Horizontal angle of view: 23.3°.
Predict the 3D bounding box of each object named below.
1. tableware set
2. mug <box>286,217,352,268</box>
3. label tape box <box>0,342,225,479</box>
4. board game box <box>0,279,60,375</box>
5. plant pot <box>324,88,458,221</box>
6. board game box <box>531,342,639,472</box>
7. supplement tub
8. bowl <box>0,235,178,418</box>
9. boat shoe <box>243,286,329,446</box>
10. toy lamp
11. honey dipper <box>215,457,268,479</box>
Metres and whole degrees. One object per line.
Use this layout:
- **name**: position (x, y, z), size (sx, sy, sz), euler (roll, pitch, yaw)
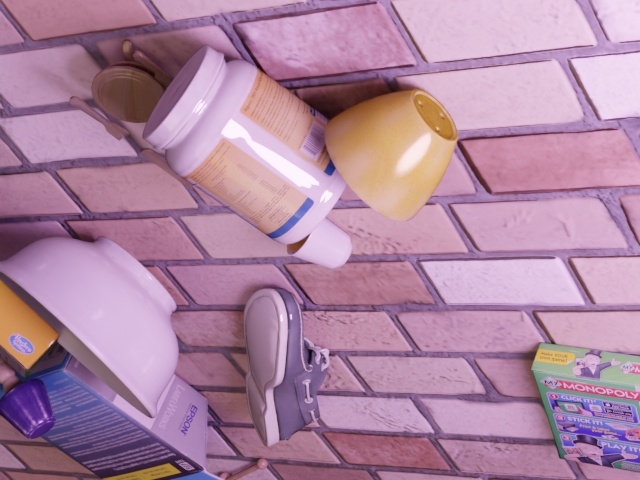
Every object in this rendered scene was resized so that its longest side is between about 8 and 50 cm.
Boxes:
- **tableware set**: position (-0.175, -0.145, 1.771), size (0.128, 0.039, 0.194), euler (-27, 128, 38)
- **mug**: position (0.002, -0.001, 1.859), size (0.064, 0.078, 0.062), euler (27, 116, -21)
- **label tape box**: position (-0.306, 0.274, 2.403), size (0.347, 0.115, 0.249), euler (38, 145, -25)
- **board game box**: position (-0.493, 0.053, 2.102), size (0.316, 0.064, 0.242), euler (43, 167, -4)
- **plant pot**: position (0.085, -0.100, 1.598), size (0.134, 0.134, 0.095), euler (38, 121, -21)
- **board game box**: position (0.432, 0.223, 1.900), size (0.317, 0.046, 0.213), euler (7, 143, 25)
- **supplement tub**: position (-0.075, -0.103, 1.664), size (0.199, 0.144, 0.144), euler (35, 147, -16)
- **bowl**: position (-0.286, 0.089, 2.053), size (0.298, 0.134, 0.298), euler (39, 166, 12)
- **boat shoe**: position (-0.042, 0.163, 2.110), size (0.099, 0.116, 0.319), euler (-16, 143, -17)
- **toy lamp**: position (-0.478, 0.168, 2.266), size (0.275, 0.080, 0.080), euler (52, 152, 16)
- **honey dipper**: position (-0.131, 0.381, 2.519), size (0.030, 0.030, 0.160), euler (35, 145, -16)
